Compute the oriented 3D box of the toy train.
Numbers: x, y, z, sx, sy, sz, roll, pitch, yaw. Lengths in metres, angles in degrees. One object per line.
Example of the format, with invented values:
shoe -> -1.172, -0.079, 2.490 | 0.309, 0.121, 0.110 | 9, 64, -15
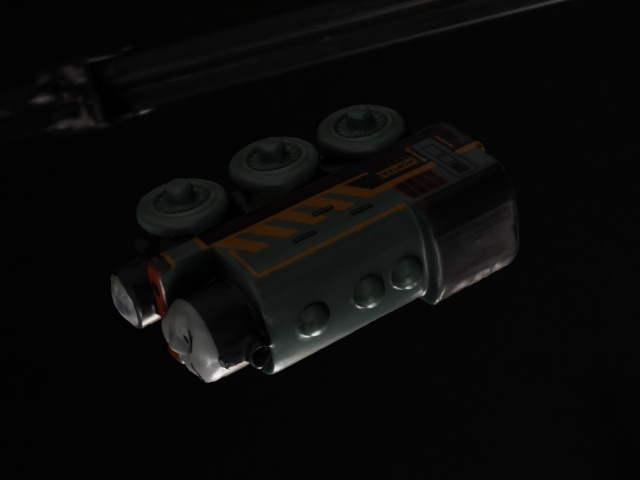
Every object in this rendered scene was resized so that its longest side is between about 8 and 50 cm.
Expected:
toy train -> 0.000, 0.000, 1.110 | 0.190, 0.334, 0.142 | 37, -36, 48
